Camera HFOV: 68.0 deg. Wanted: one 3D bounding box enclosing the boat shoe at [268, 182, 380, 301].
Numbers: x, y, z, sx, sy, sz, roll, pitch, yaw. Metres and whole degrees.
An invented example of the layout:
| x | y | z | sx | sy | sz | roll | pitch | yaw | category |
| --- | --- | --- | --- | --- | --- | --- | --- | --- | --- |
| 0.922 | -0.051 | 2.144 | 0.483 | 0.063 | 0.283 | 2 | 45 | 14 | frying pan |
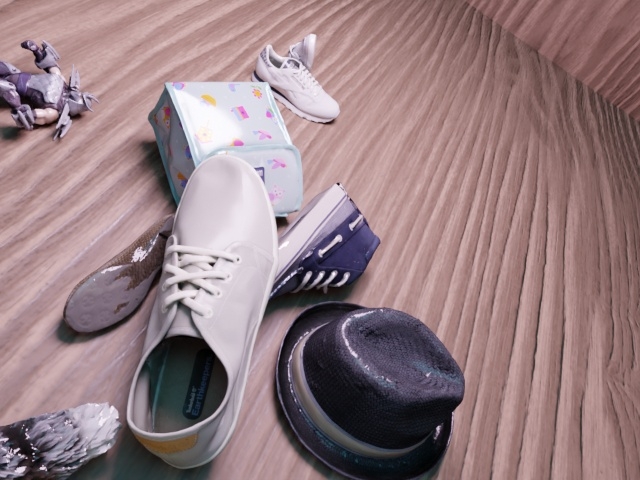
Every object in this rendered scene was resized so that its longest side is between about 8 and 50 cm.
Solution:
| x | y | z | sx | sy | sz | roll | pitch | yaw | category |
| --- | --- | --- | --- | --- | --- | --- | --- | --- | --- |
| -0.016 | 0.050 | 0.838 | 0.158 | 0.127 | 0.340 | 48 | 57 | -11 | boat shoe |

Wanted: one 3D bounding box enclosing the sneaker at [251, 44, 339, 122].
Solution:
| x | y | z | sx | sy | sz | roll | pitch | yaw | category |
| --- | --- | --- | --- | --- | --- | --- | --- | --- | --- |
| -0.051 | -0.374 | 1.148 | 0.235 | 0.095 | 0.090 | 27 | 46 | -10 | sneaker |

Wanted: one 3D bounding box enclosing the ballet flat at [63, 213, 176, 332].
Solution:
| x | y | z | sx | sy | sz | roll | pitch | yaw | category |
| --- | --- | --- | --- | --- | --- | --- | --- | --- | --- |
| -0.293 | 0.043 | 0.736 | 0.250 | 0.058 | 0.084 | -55 | 126 | -37 | ballet flat |

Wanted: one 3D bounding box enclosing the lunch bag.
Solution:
| x | y | z | sx | sy | sz | roll | pitch | yaw | category |
| --- | --- | --- | --- | --- | --- | --- | --- | --- | --- |
| -0.166 | -0.152 | 0.881 | 0.224 | 0.160 | 0.262 | -14 | 77 | -39 | lunch bag |

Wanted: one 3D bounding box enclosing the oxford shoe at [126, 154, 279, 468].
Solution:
| x | y | z | sx | sy | sz | roll | pitch | yaw | category |
| --- | --- | --- | --- | --- | --- | --- | --- | --- | --- |
| -0.156 | 0.069 | 0.652 | 0.169 | 0.130 | 0.449 | 1 | 68 | 10 | oxford shoe |

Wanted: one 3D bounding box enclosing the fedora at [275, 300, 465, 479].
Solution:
| x | y | z | sx | sy | sz | roll | pitch | yaw | category |
| --- | --- | --- | --- | --- | --- | --- | --- | --- | --- |
| 0.103 | 0.212 | 0.753 | 0.334 | 0.152 | 0.333 | 14 | 51 | -18 | fedora |

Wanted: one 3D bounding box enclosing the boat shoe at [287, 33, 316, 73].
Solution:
| x | y | z | sx | sy | sz | roll | pitch | yaw | category |
| --- | --- | --- | --- | --- | --- | --- | --- | --- | --- |
| -0.050 | -0.452 | 1.162 | 0.063 | 0.184 | 0.066 | 10 | 91 | -9 | boat shoe |

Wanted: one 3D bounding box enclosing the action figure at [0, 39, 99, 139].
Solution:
| x | y | z | sx | sy | sz | roll | pitch | yaw | category |
| --- | --- | --- | --- | --- | --- | --- | --- | --- | --- |
| -0.533 | -0.273 | 0.811 | 0.285 | 0.099 | 0.185 | 11 | 47 | -25 | action figure |

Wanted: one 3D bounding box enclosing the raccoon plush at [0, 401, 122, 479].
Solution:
| x | y | z | sx | sy | sz | roll | pitch | yaw | category |
| --- | --- | --- | --- | --- | --- | --- | --- | --- | --- |
| -0.367 | 0.329 | 0.386 | 0.447 | 0.216 | 0.299 | -8 | 67 | -33 | raccoon plush |
